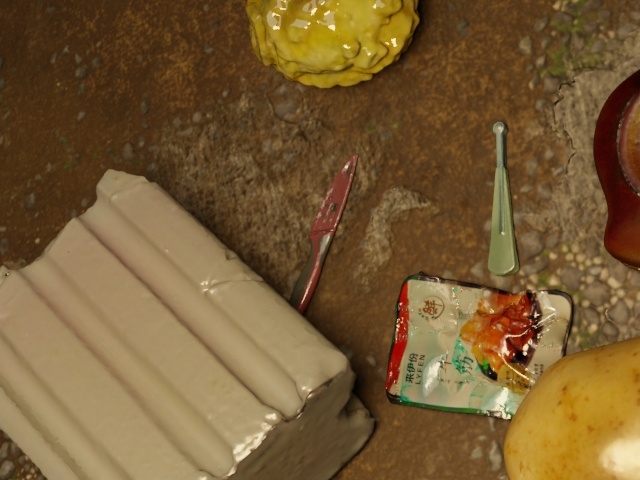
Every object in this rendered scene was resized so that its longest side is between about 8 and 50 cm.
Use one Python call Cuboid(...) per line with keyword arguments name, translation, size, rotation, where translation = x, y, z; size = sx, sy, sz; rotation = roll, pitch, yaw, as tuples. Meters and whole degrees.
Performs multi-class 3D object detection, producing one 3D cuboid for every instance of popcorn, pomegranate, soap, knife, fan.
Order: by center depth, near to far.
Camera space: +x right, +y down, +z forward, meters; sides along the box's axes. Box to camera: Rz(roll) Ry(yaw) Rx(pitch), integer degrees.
Cuboid(name="pomegranate", translation=(0.333, 0.246, 1.102), size=(0.342, 0.342, 0.342), rotation=(-8, 73, 26))
Cuboid(name="fan", translation=(0.219, -0.052, 1.426), size=(0.038, 0.016, 0.193), rotation=(-7, 74, 29))
Cuboid(name="soap", translation=(-0.200, 0.171, 1.431), size=(0.350, 0.213, 0.435), rotation=(-43, 59, -15))
Cuboid(name="popcorn", translation=(0.002, -0.318, 1.512), size=(0.266, 0.192, 0.233), rotation=(31, 92, 26))
Cuboid(name="knife", translation=(0.000, 0.000, 1.532), size=(0.035, 0.018, 0.247), rotation=(16, 82, 34))

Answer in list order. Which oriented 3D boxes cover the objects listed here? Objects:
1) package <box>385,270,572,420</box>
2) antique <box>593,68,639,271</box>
Cuboid(name="package", translation=(0.184, 0.127, 1.385), size=(0.232, 0.040, 0.166), rotation=(7, 81, 31))
Cuboid(name="antique", translation=(0.404, -0.095, 1.274), size=(0.223, 0.129, 0.278), rotation=(27, 88, 33))
